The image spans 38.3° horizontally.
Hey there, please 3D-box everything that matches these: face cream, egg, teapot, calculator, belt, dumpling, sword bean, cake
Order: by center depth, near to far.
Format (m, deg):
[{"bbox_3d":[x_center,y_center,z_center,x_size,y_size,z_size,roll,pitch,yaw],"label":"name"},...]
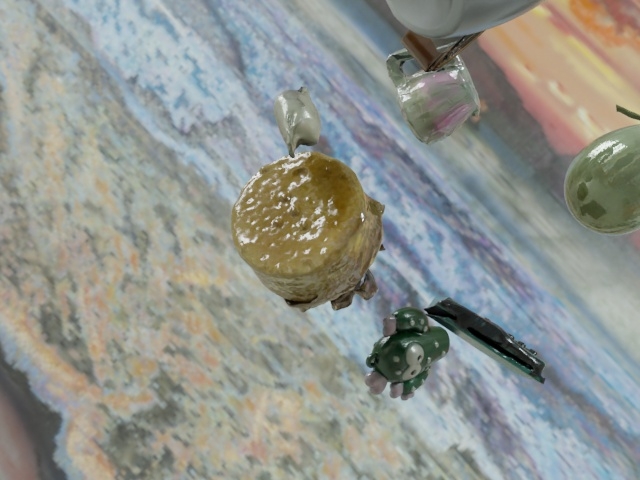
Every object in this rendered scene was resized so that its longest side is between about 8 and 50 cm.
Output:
[{"bbox_3d":[0.404,-0.149,1.140,0.083,0.012,0.012,22,2,4],"label":"sword bean"},{"bbox_3d":[0.288,-0.464,1.436,0.220,0.357,0.312,61,-21,-9],"label":"face cream"},{"bbox_3d":[-0.048,-0.239,1.905,0.176,0.092,0.150,-117,-161,-46],"label":"dumpling"},{"bbox_3d":[0.293,-0.465,1.917,0.105,0.261,0.184,50,-16,5],"label":"belt"},{"bbox_3d":[0.353,0.205,1.977,0.274,0.058,0.248,34,-3,2],"label":"calculator"},{"bbox_3d":[0.670,-0.138,2.006,0.218,0.295,0.218,27,44,-29],"label":"egg"},{"bbox_3d":[-0.008,0.004,2.097,0.332,0.332,0.321,50,-4,33],"label":"cake"},{"bbox_3d":[0.271,-0.350,2.136,0.163,0.178,0.222,17,49,-66],"label":"teapot"}]

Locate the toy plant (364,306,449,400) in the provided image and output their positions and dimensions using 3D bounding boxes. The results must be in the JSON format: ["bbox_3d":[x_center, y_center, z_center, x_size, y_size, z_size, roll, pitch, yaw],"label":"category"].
[{"bbox_3d":[0.203,0.275,2.225,0.243,0.233,0.112,21,5,-43],"label":"toy plant"}]
